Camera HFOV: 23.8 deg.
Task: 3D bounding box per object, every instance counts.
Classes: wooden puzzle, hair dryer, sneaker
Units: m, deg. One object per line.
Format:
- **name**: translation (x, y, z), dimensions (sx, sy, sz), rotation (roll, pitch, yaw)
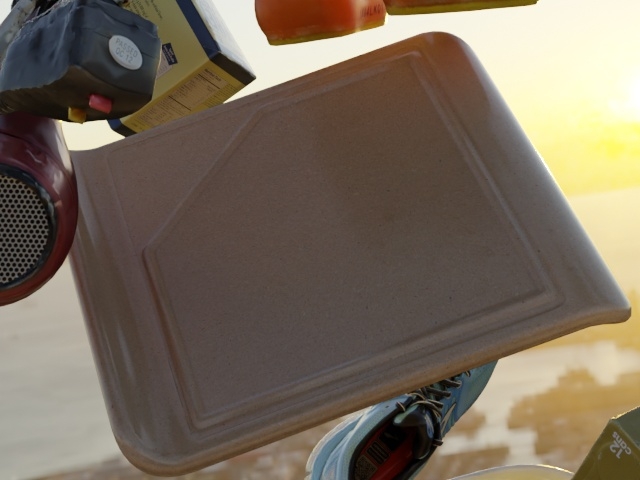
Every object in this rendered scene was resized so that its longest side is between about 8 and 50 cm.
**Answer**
- **wooden puzzle**: translation (0.000, 0.000, 0.739), dimensions (0.239, 0.044, 0.221), rotation (-16, 46, -7)
- **hair dryer**: translation (-0.102, -0.073, 0.628), dimensions (0.293, 0.080, 0.223), rotation (-31, 30, 47)
- **sneaker**: translation (0.061, 0.099, 0.880), dimensions (0.162, 0.063, 0.073), rotation (-53, 12, -8)

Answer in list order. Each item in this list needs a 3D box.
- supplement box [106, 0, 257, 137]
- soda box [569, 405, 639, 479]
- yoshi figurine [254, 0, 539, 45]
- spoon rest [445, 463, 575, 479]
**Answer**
- **supplement box**: translation (-0.100, -0.115, 0.937), dimensions (0.083, 0.083, 0.056), rotation (-34, -21, 11)
- **soda box**: translation (0.160, 0.133, 0.500), dimensions (0.058, 0.181, 0.061), rotation (-19, -33, -33)
- **yoshi figurine**: translation (0.026, -0.297, 0.816), dimensions (0.203, 0.362, 0.203), rotation (-12, 9, -11)
- **spoon rest**: translation (0.091, 0.217, 1.133), dimensions (0.276, 0.084, 0.137), rotation (-3, -31, -4)
